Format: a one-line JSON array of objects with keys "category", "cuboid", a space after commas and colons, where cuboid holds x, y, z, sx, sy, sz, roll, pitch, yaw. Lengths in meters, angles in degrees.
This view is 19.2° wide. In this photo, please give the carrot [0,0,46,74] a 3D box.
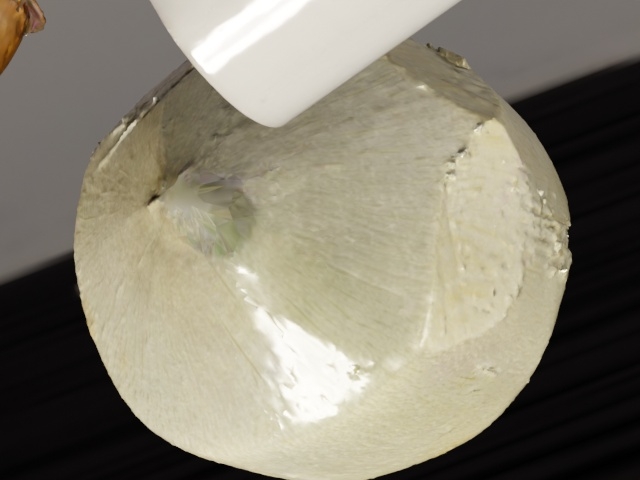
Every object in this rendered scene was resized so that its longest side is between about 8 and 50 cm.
[{"category": "carrot", "cuboid": [-0.296, -0.067, 1.075, 0.196, 0.254, 0.196, 28, 169, 6]}]

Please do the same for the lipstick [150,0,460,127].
[{"category": "lipstick", "cuboid": [0.090, -0.161, 0.600, 0.087, 0.327, 0.087, 48, -161, -23]}]

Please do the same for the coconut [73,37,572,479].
[{"category": "coconut", "cuboid": [0.000, 0.000, 0.980, 0.247, 0.245, 0.245, 30, -144, -65]}]
